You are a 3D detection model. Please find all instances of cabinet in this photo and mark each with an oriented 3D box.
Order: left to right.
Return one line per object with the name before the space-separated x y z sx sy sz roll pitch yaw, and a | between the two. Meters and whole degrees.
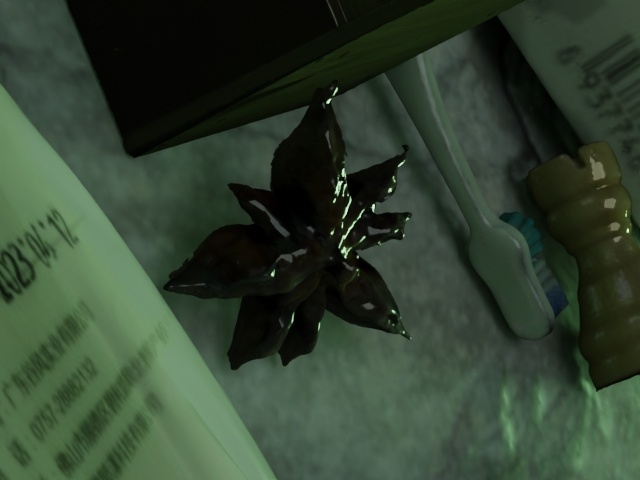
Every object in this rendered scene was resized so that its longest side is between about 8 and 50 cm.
cabinet | 0.006 -0.160 0.675 0.148 0.215 0.175 -22 90 -47

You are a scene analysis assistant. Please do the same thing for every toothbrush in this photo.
toothbrush | 0.020 -0.137 0.802 0.418 0.042 0.040 62 35 -10

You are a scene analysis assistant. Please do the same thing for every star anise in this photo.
star anise | 0.003 0.009 0.704 0.124 0.056 0.129 -52 133 -9

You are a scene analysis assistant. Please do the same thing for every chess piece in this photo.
chess piece | 0.153 0.011 0.861 0.066 0.066 0.122 -12 80 -46

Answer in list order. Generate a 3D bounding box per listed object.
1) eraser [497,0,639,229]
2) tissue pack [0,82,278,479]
eraser | 0.167 -0.174 0.928 0.397 0.082 0.213 53 39 -15
tissue pack | -0.146 0.106 0.362 0.266 0.194 0.356 57 17 -8
